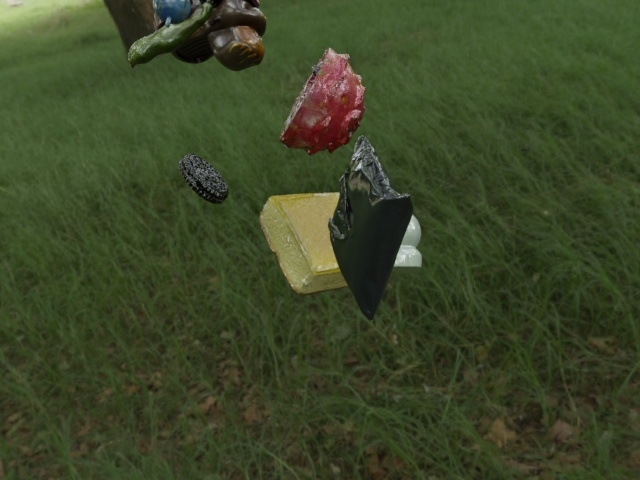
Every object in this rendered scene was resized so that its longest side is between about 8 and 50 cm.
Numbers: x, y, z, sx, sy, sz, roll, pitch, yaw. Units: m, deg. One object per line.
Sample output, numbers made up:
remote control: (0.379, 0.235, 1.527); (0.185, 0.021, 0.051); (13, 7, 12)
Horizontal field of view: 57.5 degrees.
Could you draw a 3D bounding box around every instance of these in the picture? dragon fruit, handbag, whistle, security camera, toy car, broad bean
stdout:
dragon fruit: (0.023, -0.462, 2.024); (0.386, 0.249, 0.371); (-65, 12, -15)
handbag: (0.077, -0.026, 1.003); (0.089, 0.254, 0.211); (-3, 37, -20)
whistle: (-0.331, -0.547, 1.317); (0.090, 0.090, 0.157); (-2, 68, 19)
security camera: (0.283, -0.005, 2.196); (0.195, 0.236, 0.194); (-3, -9, 0)
toy car: (-0.331, -0.641, 1.819); (0.341, 0.240, 0.271); (-15, -4, 11)
broad bean: (-0.418, -0.596, 1.650); (0.318, 0.098, 0.056); (-45, 6, -2)

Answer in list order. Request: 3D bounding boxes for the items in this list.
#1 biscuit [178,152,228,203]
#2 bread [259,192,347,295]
biscuit: (-0.365, -0.193, 1.836); (0.053, 0.194, 0.194); (-40, 19, 14)
bread: (0.000, 0.000, 1.903); (0.333, 0.143, 0.323); (-6, 59, -43)
